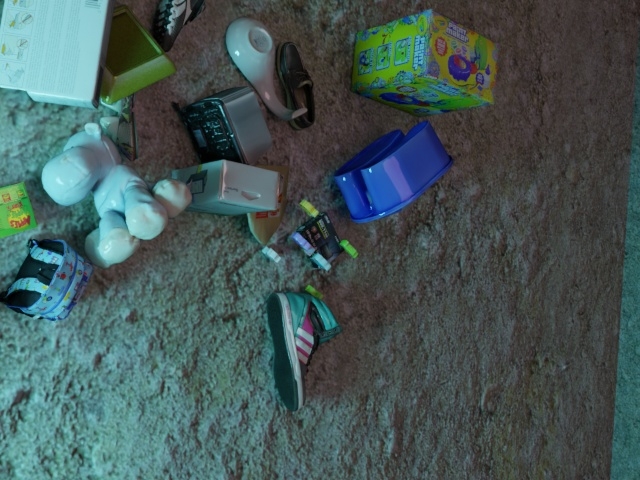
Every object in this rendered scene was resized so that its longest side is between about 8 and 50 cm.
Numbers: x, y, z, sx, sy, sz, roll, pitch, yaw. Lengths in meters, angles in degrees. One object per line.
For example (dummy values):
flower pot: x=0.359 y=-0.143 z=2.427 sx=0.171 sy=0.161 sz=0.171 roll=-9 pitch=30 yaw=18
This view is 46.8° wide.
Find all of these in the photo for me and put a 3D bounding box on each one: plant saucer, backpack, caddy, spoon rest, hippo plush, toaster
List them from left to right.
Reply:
backpack: x=-0.508 y=0.077 z=1.410 sx=0.117 sy=0.173 sz=0.158 roll=35 pitch=67 yaw=-34
hippo plush: x=-0.395 y=-0.119 z=1.445 sx=0.237 sy=0.234 sz=0.294 roll=51 pitch=42 yaw=-17
plant saucer: x=-0.417 y=-0.399 z=1.529 sx=0.188 sy=0.045 sz=0.188 roll=-38 pitch=88 yaw=-34
toaster: x=-0.217 y=-0.255 z=1.670 sx=0.110 sy=0.168 sz=0.186 roll=-36 pitch=113 yaw=-38
spoon rest: x=-0.137 y=-0.415 z=1.809 sx=0.137 sy=0.084 sz=0.276 roll=-33 pitch=97 yaw=-37
caddy: x=0.202 y=-0.170 z=1.979 sx=0.341 sy=0.241 sz=0.179 roll=-40 pitch=108 yaw=-33

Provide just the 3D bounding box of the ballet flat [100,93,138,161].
ballet flat: x=-0.424 y=-0.276 z=1.562 sx=0.079 sy=0.077 sz=0.222 roll=2 pitch=83 yaw=-22

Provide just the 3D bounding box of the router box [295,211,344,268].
router box: x=0.000 y=0.000 z=1.932 sx=0.092 sy=0.038 sz=0.123 roll=-39 pitch=114 yaw=-33

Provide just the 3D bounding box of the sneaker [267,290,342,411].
sneaker: x=-0.028 y=0.266 z=1.858 sx=0.178 sy=0.123 sz=0.296 roll=-8 pitch=93 yaw=-31

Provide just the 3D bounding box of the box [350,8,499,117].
box: x=0.285 y=-0.473 z=2.025 sx=0.289 sy=0.279 sz=0.177 roll=11 pitch=82 yaw=-39

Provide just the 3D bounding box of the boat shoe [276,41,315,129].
boat shoe: x=-0.052 y=-0.393 z=1.870 sx=0.080 sy=0.073 sz=0.224 roll=-15 pitch=99 yaw=-40

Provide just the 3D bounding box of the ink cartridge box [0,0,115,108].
ink cartridge box: x=-0.537 y=-0.409 z=1.440 sx=0.238 sy=0.060 sz=0.275 roll=7 pitch=83 yaw=-3

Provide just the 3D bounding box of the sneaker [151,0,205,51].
sneaker: x=-0.305 y=-0.518 z=1.649 sx=0.106 sy=0.078 sz=0.234 roll=19 pitch=71 yaw=-38

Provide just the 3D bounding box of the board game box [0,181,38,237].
board game box: x=-0.636 y=-0.042 z=1.387 sx=0.181 sy=0.043 sz=0.092 roll=-23 pitch=105 yaw=-38

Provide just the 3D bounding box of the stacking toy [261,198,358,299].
stacking toy: x=-0.020 y=0.029 z=1.864 sx=0.221 sy=0.052 sz=0.167 roll=44 pitch=80 yaw=-25

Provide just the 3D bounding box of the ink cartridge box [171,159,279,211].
ink cartridge box: x=-0.213 y=-0.111 z=1.638 sx=0.154 sy=0.212 sz=0.093 roll=8 pitch=84 yaw=-40

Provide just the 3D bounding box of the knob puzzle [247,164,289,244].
knob puzzle: x=-0.136 y=-0.087 z=1.794 sx=0.213 sy=0.029 sz=0.213 roll=11 pitch=90 yaw=-67
